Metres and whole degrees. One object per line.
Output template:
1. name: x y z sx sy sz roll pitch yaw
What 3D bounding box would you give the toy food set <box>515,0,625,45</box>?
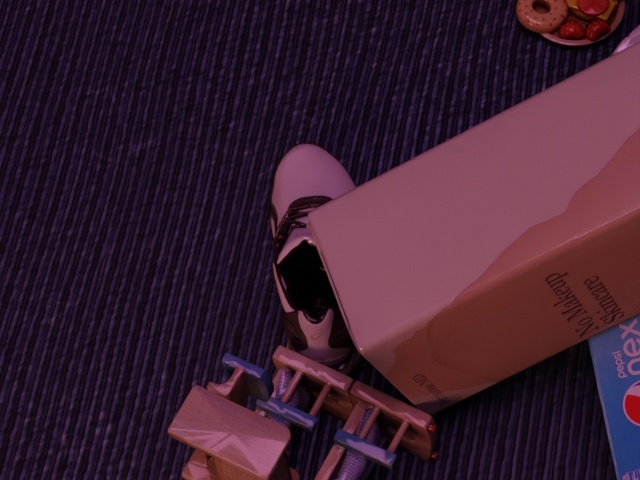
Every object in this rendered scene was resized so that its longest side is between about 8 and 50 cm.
1. toy food set: 0.204 -0.194 1.578 0.083 0.020 0.083 22 66 16

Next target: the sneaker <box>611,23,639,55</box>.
1. sneaker: 0.231 -0.072 1.475 0.115 0.090 0.232 40 73 19

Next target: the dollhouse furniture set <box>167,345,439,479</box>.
1. dollhouse furniture set: -0.005 0.137 1.327 0.129 0.184 0.129 23 67 16

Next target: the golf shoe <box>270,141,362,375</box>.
1. golf shoe: 0.000 0.000 1.453 0.077 0.094 0.198 -9 60 1

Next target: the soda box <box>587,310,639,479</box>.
1. soda box: 0.233 0.094 1.387 0.067 0.071 0.210 -16 61 16

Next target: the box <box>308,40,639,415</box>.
1. box: 0.166 -0.015 1.341 0.311 0.148 0.121 -28 58 12
